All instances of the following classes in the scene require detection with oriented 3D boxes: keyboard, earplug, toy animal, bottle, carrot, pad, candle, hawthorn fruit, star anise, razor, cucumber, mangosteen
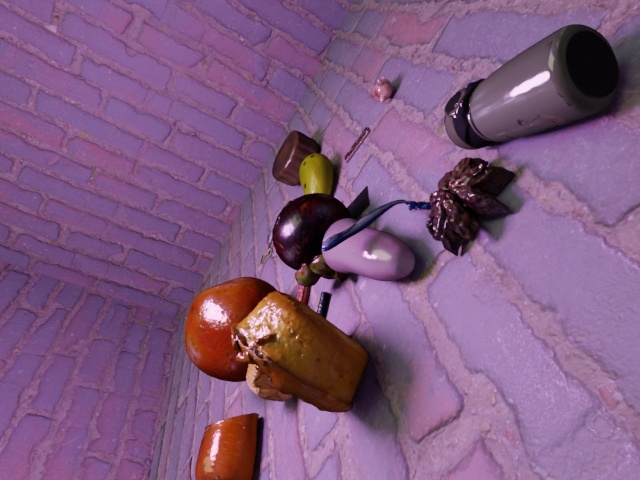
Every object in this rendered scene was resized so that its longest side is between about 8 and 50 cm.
[{"bbox_3d":[0.151,-0.403,1.779,0.165,0.017,0.055,-52,26,30],"label":"keyboard"},{"bbox_3d":[0.146,0.035,1.166,0.301,0.173,0.172,17,83,63],"label":"earplug"},{"bbox_3d":[0.243,-0.594,1.688,0.089,0.083,0.150,-42,7,2],"label":"toy animal"},{"bbox_3d":[0.409,-0.293,0.891,0.347,0.169,0.168,-11,57,67],"label":"bottle"},{"bbox_3d":[-0.322,0.746,1.415,0.193,0.215,0.330,-48,31,39],"label":"carrot"},{"bbox_3d":[0.119,-0.106,1.561,0.193,0.004,0.116,-49,27,35],"label":"pad"},{"bbox_3d":[-0.057,0.128,1.659,0.051,0.048,0.328,-27,44,45],"label":"candle"},{"bbox_3d":[-0.336,0.323,1.609,0.402,0.403,0.402,-49,27,36],"label":"hawthorn fruit"},{"bbox_3d":[0.320,-0.094,0.970,0.223,0.109,0.236,-56,22,13],"label":"star anise"},{"bbox_3d":[0.142,-0.054,1.119,0.325,0.056,0.093,-23,12,-17],"label":"razor"},{"bbox_3d":[0.004,0.240,1.430,0.032,0.032,0.132,-27,45,57],"label":"cucumber"},{"bbox_3d":[-0.015,-0.013,1.428,0.311,0.312,0.310,-49,27,36],"label":"mangosteen"}]

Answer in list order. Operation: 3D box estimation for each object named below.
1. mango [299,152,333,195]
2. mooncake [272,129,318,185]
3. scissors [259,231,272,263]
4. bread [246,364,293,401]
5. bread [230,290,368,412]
[{"bbox_3d":[-0.017,-0.261,1.861,0.175,0.143,0.292,-43,41,47],"label":"mango"},{"bbox_3d":[-0.134,-0.431,2.262,0.290,0.162,0.290,-47,31,39],"label":"mooncake"},{"bbox_3d":[-0.288,0.031,2.320,0.134,0.020,0.187,-36,38,45],"label":"scissors"},{"bbox_3d":[-0.140,0.401,1.396,0.133,0.179,0.249,-13,55,67],"label":"bread"},{"bbox_3d":[-0.049,0.276,1.088,0.337,0.358,0.204,17,74,53],"label":"bread"}]
